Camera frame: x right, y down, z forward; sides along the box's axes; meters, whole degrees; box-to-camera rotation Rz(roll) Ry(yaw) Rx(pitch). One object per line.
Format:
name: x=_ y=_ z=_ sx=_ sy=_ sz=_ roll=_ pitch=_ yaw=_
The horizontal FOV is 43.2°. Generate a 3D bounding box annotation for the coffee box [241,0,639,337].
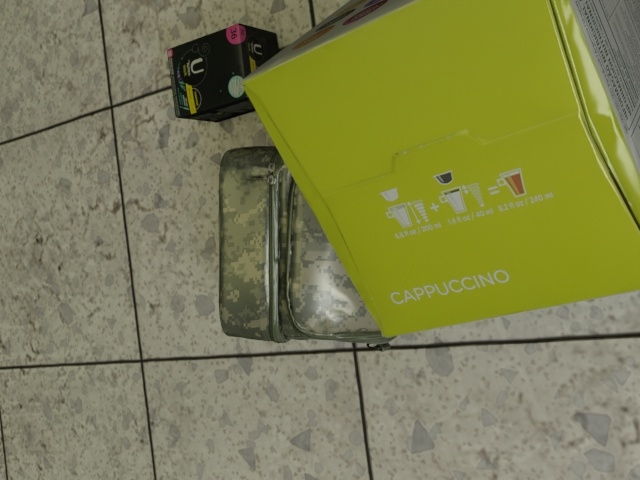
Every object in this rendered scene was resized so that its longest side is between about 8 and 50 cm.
coffee box: x=0.188 y=-0.139 z=0.890 sx=0.337 sy=0.334 sz=0.338 roll=-16 pitch=111 yaw=35

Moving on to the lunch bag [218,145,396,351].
lunch bag: x=0.000 y=0.000 z=1.191 sx=0.256 sy=0.212 sz=0.305 roll=4 pitch=96 yaw=19

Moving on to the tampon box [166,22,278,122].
tampon box: x=-0.157 y=-0.273 z=1.341 sx=0.161 sy=0.101 sz=0.120 roll=-10 pitch=88 yaw=35
